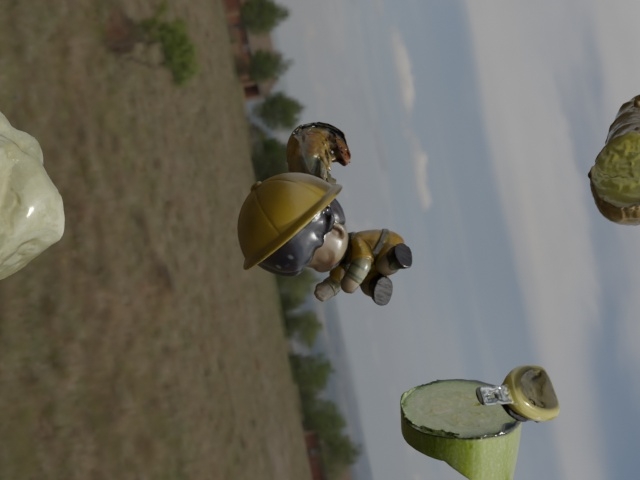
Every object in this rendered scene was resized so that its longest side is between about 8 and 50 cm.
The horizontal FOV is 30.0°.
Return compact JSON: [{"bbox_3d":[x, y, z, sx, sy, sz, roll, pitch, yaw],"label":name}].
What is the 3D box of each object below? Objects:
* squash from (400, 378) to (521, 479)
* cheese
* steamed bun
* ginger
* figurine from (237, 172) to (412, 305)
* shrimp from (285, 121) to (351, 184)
[{"bbox_3d":[0.233,0.326,2.030,0.220,0.220,0.133,-103,-160,-67],"label":"squash"},{"bbox_3d":[0.275,0.218,1.693,0.036,0.162,0.086,-32,-116,41],"label":"cheese"},{"bbox_3d":[-0.544,-0.071,1.703,0.289,0.276,0.203,60,29,5],"label":"steamed bun"},{"bbox_3d":[0.448,-0.099,1.663,0.354,0.126,0.189,-34,121,-63],"label":"ginger"},{"bbox_3d":[0.001,-0.004,1.783,0.192,0.257,0.167,-43,-148,52],"label":"figurine"},{"bbox_3d":[0.007,-0.106,2.142,0.066,0.117,0.262,71,4,-66],"label":"shrimp"}]
